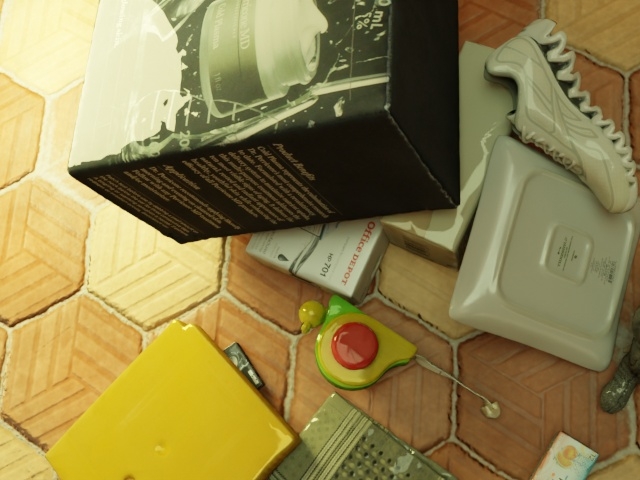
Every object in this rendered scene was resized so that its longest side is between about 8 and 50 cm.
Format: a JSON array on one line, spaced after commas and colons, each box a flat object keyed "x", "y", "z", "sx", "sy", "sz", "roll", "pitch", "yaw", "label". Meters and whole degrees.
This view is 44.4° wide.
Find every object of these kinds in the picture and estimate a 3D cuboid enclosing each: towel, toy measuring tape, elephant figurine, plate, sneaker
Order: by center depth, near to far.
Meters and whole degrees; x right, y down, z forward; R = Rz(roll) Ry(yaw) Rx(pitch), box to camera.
[{"x": 0.483, "y": 0.124, "z": 1.053, "sx": 0.239, "sy": 0.186, "sz": 0.169, "roll": -49, "pitch": 36, "yaw": -16, "label": "elephant figurine"}, {"x": 0.332, "y": -0.157, "z": 1.087, "sx": 0.118, "sy": 0.110, "sz": 0.292, "roll": -29, "pitch": 84, "yaw": -3, "label": "sneaker"}, {"x": 0.340, "y": 0.020, "z": 1.114, "sx": 0.277, "sy": 0.045, "sz": 0.277, "roll": 21, "pitch": 79, "yaw": -17, "label": "plate"}, {"x": 0.046, "y": 0.429, "z": 1.127, "sx": 0.312, "sy": 0.056, "sz": 0.324, "roll": 35, "pitch": 87, "yaw": 30, "label": "towel"}, {"x": 0.100, "y": 0.200, "z": 1.163, "sx": 0.330, "sy": 0.121, "sz": 0.121, "roll": 33, "pitch": 85, "yaw": 8, "label": "toy measuring tape"}]

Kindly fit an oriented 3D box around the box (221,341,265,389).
[{"x": -0.138, "y": 0.215, "z": 1.251, "sx": 0.067, "sy": 0.018, "sz": 0.083, "roll": -35, "pitch": 72, "yaw": 2, "label": "box"}]

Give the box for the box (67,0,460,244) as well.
[{"x": -0.060, "y": -0.282, "z": 1.139, "sx": 0.471, "sy": 0.297, "sz": 0.480, "roll": -7, "pitch": 67, "yaw": 24, "label": "box"}]

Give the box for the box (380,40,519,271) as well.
[{"x": 0.217, "y": -0.126, "z": 1.197, "sx": 0.121, "sy": 0.148, "sz": 0.311, "roll": 23, "pitch": 80, "yaw": 17, "label": "box"}]

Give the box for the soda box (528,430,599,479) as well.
[{"x": 0.316, "y": 0.360, "z": 1.097, "sx": 0.063, "sy": 0.058, "sz": 0.183, "roll": 31, "pitch": 85, "yaw": 17, "label": "soda box"}]

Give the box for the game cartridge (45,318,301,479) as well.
[{"x": -0.233, "y": 0.323, "z": 1.215, "sx": 0.324, "sy": 0.053, "sz": 0.285, "roll": -45, "pitch": 68, "yaw": -1, "label": "game cartridge"}]

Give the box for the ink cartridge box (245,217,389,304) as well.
[{"x": 0.000, "y": 0.000, "z": 1.244, "sx": 0.190, "sy": 0.082, "sz": 0.140, "roll": 22, "pitch": 82, "yaw": 18, "label": "ink cartridge box"}]
